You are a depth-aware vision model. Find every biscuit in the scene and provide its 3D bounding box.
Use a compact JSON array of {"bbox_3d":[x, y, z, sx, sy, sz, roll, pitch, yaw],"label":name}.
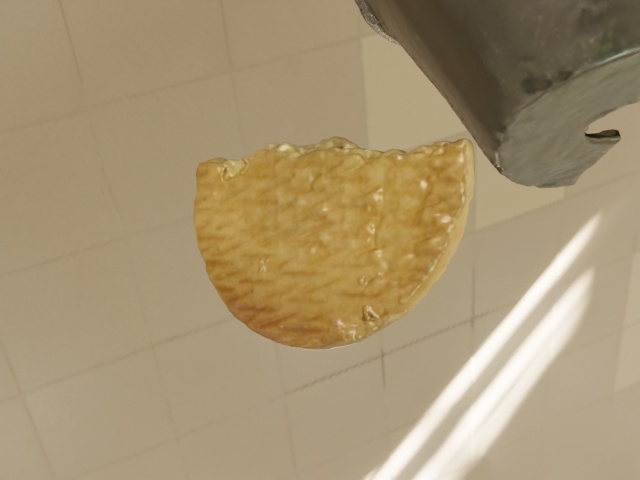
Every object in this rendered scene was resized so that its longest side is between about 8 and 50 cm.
[{"bbox_3d":[0.001,0.000,0.537,0.033,0.224,0.145,12,78,-52],"label":"biscuit"}]

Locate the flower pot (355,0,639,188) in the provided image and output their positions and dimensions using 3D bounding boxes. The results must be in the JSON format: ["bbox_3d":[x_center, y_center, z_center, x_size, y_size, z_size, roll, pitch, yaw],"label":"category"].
[{"bbox_3d":[0.219,-0.210,0.721,0.379,0.251,0.379,-10,157,-4],"label":"flower pot"}]
